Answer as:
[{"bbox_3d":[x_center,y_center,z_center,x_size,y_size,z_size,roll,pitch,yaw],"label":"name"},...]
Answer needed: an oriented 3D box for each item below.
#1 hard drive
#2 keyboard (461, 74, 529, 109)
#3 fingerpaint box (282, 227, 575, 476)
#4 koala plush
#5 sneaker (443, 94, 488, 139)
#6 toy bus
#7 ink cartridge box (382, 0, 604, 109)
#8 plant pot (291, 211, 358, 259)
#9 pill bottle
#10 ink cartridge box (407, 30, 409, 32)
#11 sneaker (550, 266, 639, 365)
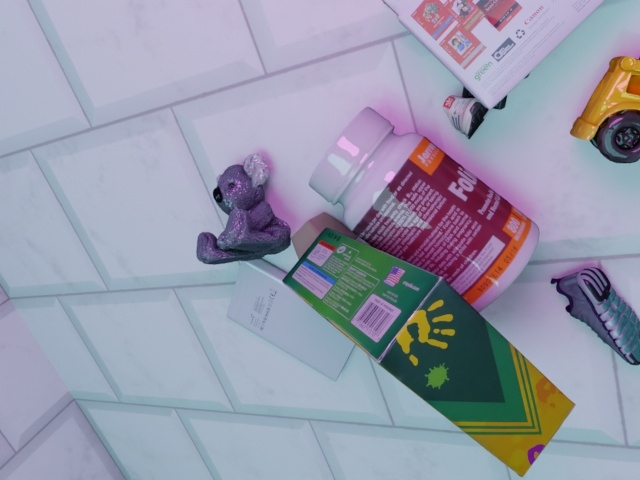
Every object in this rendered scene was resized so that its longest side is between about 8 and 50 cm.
[{"bbox_3d":[-0.072,0.206,1.459,0.353,0.047,0.233,29,128,10],"label":"hard drive"},{"bbox_3d":[0.308,-0.316,0.945,0.108,0.023,0.180,14,126,19],"label":"keyboard"},{"bbox_3d":[0.172,0.175,1.025,0.371,0.163,0.445,41,174,-23],"label":"fingerpaint box"},{"bbox_3d":[-0.176,-0.075,1.267,0.196,0.203,0.221,-28,70,47],"label":"koala plush"},{"bbox_3d":[0.245,-0.223,0.960,0.075,0.161,0.057,38,100,10],"label":"sneaker"},{"bbox_3d":[0.528,-0.211,0.833,0.220,0.149,0.211,22,111,11],"label":"toy bus"},{"bbox_3d":[0.272,-0.405,0.806,0.272,0.130,0.309,44,118,-3],"label":"ink cartridge box"},{"bbox_3d":[0.000,0.000,1.260,0.096,0.109,0.109,52,130,8],"label":"plant pot"},{"bbox_3d":[0.187,-0.059,1.041,0.392,0.224,0.224,38,129,1],"label":"pill bottle"},{"bbox_3d":[0.180,-0.387,0.937,0.083,0.028,0.048,-9,111,27],"label":"ink cartridge box"},{"bbox_3d":[0.552,0.150,1.090,0.223,0.083,0.098,56,149,-7],"label":"sneaker"}]
